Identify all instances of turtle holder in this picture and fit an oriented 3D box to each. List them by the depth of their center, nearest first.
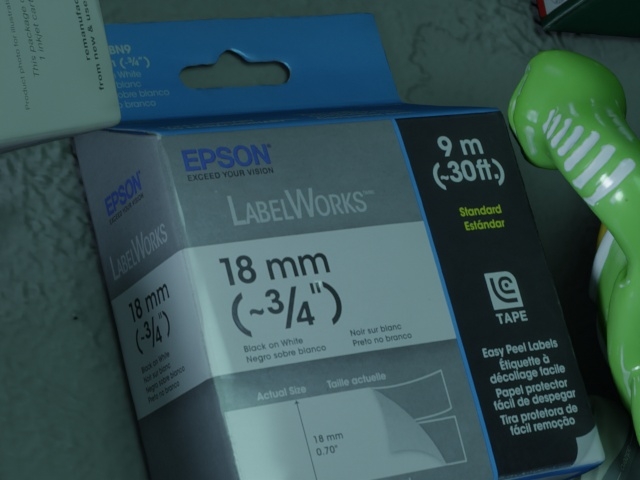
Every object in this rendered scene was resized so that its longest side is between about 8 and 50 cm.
[{"bbox_3d":[0.259,0.021,1.149,0.320,0.243,0.227,6,28,-8],"label":"turtle holder"}]

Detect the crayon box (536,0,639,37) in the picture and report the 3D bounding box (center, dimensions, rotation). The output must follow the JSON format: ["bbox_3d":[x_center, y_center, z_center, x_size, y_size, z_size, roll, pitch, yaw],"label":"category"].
[{"bbox_3d":[0.283,-0.326,1.368,0.313,0.106,0.363,2,70,-30],"label":"crayon box"}]

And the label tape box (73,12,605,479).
[{"bbox_3d":[0.000,0.000,1.076,0.241,0.106,0.333,-7,74,-32],"label":"label tape box"}]

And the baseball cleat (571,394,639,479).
[{"bbox_3d":[0.176,0.195,1.115,0.109,0.072,0.206,27,61,-20],"label":"baseball cleat"}]

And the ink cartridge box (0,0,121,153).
[{"bbox_3d":[-0.256,-0.073,0.808,0.283,0.207,0.117,-18,97,-60],"label":"ink cartridge box"}]
